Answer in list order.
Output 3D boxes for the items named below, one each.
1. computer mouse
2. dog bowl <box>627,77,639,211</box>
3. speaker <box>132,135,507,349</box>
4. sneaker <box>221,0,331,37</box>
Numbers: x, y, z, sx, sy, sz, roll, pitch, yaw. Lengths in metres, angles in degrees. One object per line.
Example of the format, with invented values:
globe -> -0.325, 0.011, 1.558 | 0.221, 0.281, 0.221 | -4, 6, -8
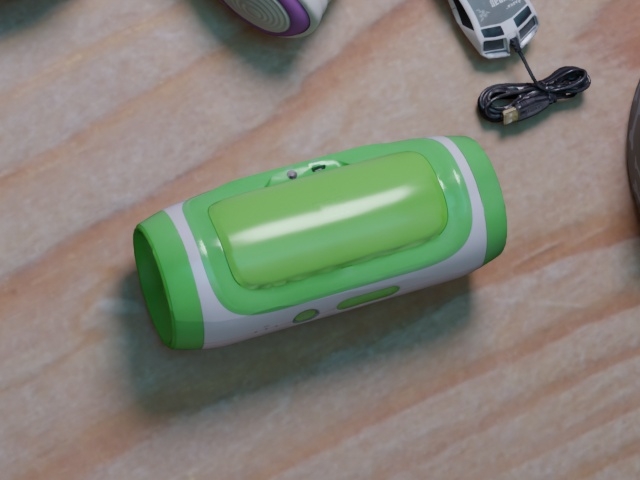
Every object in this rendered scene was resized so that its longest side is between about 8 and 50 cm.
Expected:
computer mouse -> 0.158, -0.202, 1.730 | 0.106, 0.042, 0.193 | -26, 96, -11
dog bowl -> 0.435, -0.086, 1.743 | 0.349, 0.102, 0.348 | 1, 87, -13
speaker -> 0.000, 0.000, 1.622 | 0.297, 0.131, 0.131 | -15, 88, -15
sneaker -> -0.093, -0.313, 1.657 | 0.305, 0.114, 0.152 | 43, 62, -10
